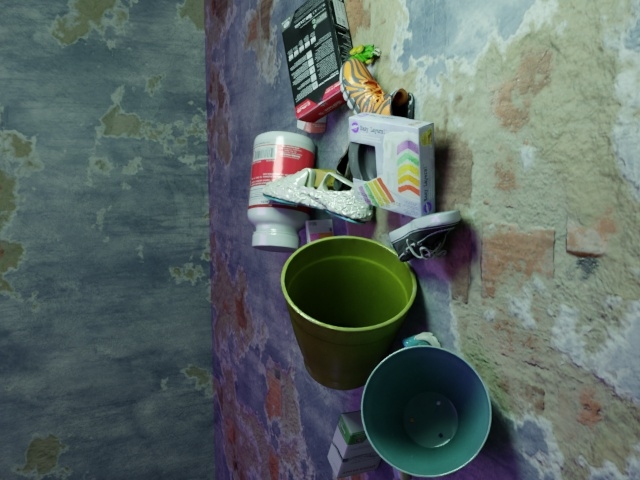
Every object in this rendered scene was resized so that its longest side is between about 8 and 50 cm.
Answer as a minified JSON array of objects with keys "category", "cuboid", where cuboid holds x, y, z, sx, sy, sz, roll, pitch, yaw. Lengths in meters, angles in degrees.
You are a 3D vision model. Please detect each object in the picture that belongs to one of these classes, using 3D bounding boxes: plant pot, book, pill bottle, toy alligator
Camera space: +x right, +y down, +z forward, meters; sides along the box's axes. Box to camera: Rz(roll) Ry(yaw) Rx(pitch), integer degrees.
[{"category":"plant pot","cuboid":[0.072,0.236,1.699,0.366,0.367,0.352,-120,24,-45]},{"category":"book","cuboid":[0.000,0.000,2.061,0.035,0.096,0.144,167,99,-66]},{"category":"pill bottle","cuboid":[-0.144,-0.168,2.122,0.229,0.229,0.407,167,109,-65]},{"category":"plant pot","cuboid":[0.257,0.418,1.406,0.195,0.291,0.290,61,-169,-62]},{"category":"plant pot","cuboid":[0.014,-0.210,2.031,0.083,0.082,0.081,3,96,54]},{"category":"toy alligator","cuboid":[0.142,-0.562,1.746,0.051,0.056,0.190,-53,24,-10]}]

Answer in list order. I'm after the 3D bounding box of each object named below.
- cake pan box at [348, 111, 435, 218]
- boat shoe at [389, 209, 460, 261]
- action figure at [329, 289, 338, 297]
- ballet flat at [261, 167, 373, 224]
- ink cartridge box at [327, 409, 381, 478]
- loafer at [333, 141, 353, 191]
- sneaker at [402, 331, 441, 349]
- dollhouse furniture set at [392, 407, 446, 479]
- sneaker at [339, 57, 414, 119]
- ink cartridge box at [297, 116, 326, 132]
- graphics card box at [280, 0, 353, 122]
[{"category":"cake pan box","cuboid":[0.185,-0.203,1.552,0.267,0.070,0.245,23,125,46]},{"category":"boat shoe","cuboid":[0.264,-0.001,1.480,0.306,0.113,0.104,151,107,-66]},{"category":"action figure","cuboid":[0.027,0.236,1.913,0.280,0.139,0.091,-56,29,11]},{"category":"ballet flat","cuboid":[-0.002,-0.160,1.879,0.409,0.147,0.146,17,113,28]},{"category":"ink cartridge box","cuboid":[0.121,0.625,1.814,0.087,0.153,0.208,-124,39,-49]},{"category":"loafer","cuboid":[0.085,-0.245,1.861,0.267,0.084,0.096,126,134,-54]},{"category":"sneaker","cuboid":[0.232,0.356,1.592,0.107,0.110,0.275,-124,38,-49]},{"category":"dollhouse furniture set","cuboid":[0.199,0.607,1.589,0.286,0.198,0.303,151,114,-62]},{"category":"sneaker","cuboid":[0.171,-0.403,1.645,0.180,0.125,0.320,-39,69,55]},{"category":"ink cartridge box","cuboid":[-0.025,-0.491,2.089,0.115,0.067,0.198,38,127,56]},{"category":"graphics card box","cuboid":[-0.004,-0.602,1.922,0.233,0.094,0.370,-24,71,42]}]
